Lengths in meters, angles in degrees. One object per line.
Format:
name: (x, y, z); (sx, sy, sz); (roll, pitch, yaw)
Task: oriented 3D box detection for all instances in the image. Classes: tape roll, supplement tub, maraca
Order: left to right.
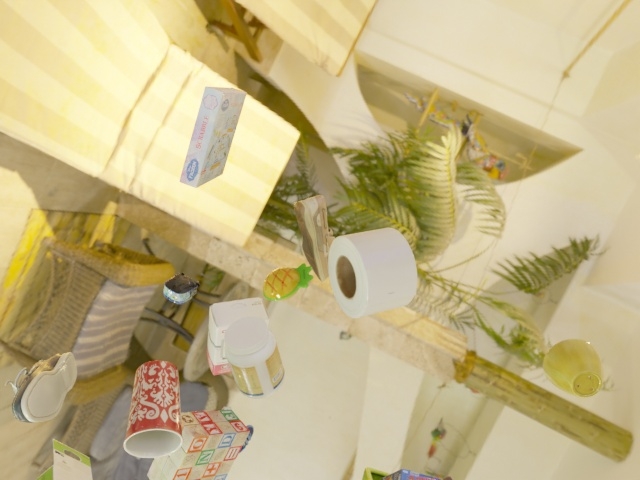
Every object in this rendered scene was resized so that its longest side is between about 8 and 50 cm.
supplement tub: (-0.185, 0.327, 1.485); (0.144, 0.144, 0.200); (-56, 145, -46)
maraca: (-0.109, 0.137, 1.770); (0.099, 0.185, 0.127); (56, 17, -45)
tape roll: (0.148, 0.093, 1.573); (0.169, 0.246, 0.246); (-9, 143, -23)

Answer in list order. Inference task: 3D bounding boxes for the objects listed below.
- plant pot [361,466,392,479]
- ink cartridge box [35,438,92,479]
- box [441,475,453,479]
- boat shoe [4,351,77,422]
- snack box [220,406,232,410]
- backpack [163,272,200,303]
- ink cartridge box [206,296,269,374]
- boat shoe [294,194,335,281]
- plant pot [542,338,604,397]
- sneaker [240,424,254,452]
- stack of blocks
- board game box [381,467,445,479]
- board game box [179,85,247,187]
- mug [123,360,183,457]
plant pot: (0.244, 0.978, 1.885); (0.228, 0.227, 0.207); (-127, -123, -82)
ink cartridge box: (-0.912, 0.862, 1.892); (0.097, 0.189, 0.255); (-41, -144, -3)
box: (0.394, 0.943, 1.608); (0.143, 0.382, 0.191); (-9, 148, -23)
boat shoe: (-0.562, 0.292, 1.062); (0.254, 0.079, 0.095); (-128, -153, -74)
snack box: (-0.347, 0.691, 1.931); (0.100, 0.037, 0.141); (-53, -138, 26)
backpack: (-0.534, 0.189, 2.010); (0.114, 0.105, 0.084); (-35, 150, -59)
ink cartridge box: (-0.320, 0.368, 2.037); (0.117, 0.207, 0.283); (-119, -149, -44)
boat shoe: (0.000, 0.000, 1.860); (0.110, 0.122, 0.341); (-24, 130, -15)
plant pot: (0.609, 0.314, 1.255); (0.095, 0.134, 0.134); (-79, -167, -73)
sneaker: (-0.314, 0.817, 2.171); (0.059, 0.053, 0.144); (-30, -164, 50)
stack of blocks: (-0.314, 0.557, 1.268); (0.171, 0.087, 0.297); (16, 104, -49)
board game box: (0.257, 0.680, 1.470); (0.201, 0.136, 0.035); (110, -4, -58)
board game box: (-0.359, -0.359, 1.808); (0.319, 0.065, 0.318); (-71, -179, -74)
mug: (-0.360, 0.356, 1.117); (0.150, 0.113, 0.169); (-33, -139, 17)
